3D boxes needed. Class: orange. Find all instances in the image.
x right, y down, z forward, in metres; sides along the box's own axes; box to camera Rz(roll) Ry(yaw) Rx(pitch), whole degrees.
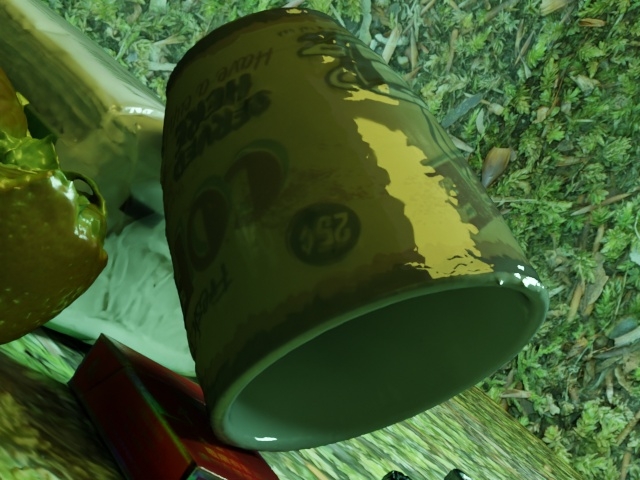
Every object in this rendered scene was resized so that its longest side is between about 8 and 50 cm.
[{"bbox_3d":[-0.231,-0.028,0.692,0.237,0.158,0.179,43,12,33],"label":"orange"}]

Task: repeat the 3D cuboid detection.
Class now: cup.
[{"bbox_3d":[0.000,0.000,0.868,0.301,0.227,0.257,98,-25,-59],"label":"cup"}]

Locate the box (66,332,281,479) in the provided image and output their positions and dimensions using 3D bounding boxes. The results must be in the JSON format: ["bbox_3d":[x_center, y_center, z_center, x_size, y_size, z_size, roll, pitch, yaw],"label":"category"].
[{"bbox_3d":[-0.089,0.138,0.829,0.112,0.048,0.175,34,4,-38],"label":"box"}]

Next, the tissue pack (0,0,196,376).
[{"bbox_3d":[-0.223,-0.067,1.054,0.356,0.194,0.266,41,4,36],"label":"tissue pack"}]

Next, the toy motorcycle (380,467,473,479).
[{"bbox_3d":[0.121,0.258,0.880,0.169,0.113,0.315,40,4,-11],"label":"toy motorcycle"}]
